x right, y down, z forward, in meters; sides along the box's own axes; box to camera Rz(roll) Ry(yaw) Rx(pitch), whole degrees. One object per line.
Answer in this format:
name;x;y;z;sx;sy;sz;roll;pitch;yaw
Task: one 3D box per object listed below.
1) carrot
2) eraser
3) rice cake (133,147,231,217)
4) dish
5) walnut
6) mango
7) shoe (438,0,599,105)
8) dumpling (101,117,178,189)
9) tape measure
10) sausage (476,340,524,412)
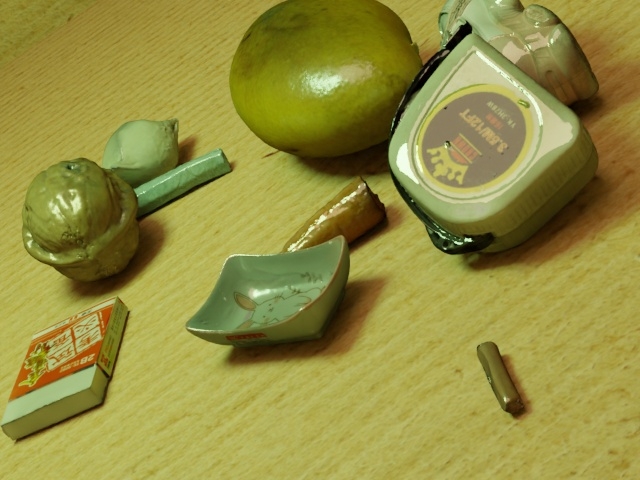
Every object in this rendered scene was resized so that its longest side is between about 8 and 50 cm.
carrot;0.000;0.000;1.834;0.205;0.072;0.072;-40;27;2
eraser;-0.372;0.182;1.935;0.157;0.038;0.230;-24;28;16
rice cake;-0.267;-0.087;2.264;0.245;0.045;0.042;-27;28;12
dish;-0.056;0.080;1.733;0.212;0.077;0.151;-10;36;36
walnut;-0.389;-0.034;2.148;0.198;0.198;0.245;-33;36;-1
mango;0.024;-0.251;2.045;0.301;0.220;0.445;-36;29;-14
shoe;0.228;-0.253;1.884;0.198;0.172;0.351;-37;26;-2
dumpling;-0.332;-0.139;2.360;0.166;0.126;0.215;-45;29;42
tape measure;0.189;-0.114;1.669;0.231;0.133;0.271;-43;56;2
sausage;0.193;0.148;1.418;0.026;0.026;0.116;-29;28;6
